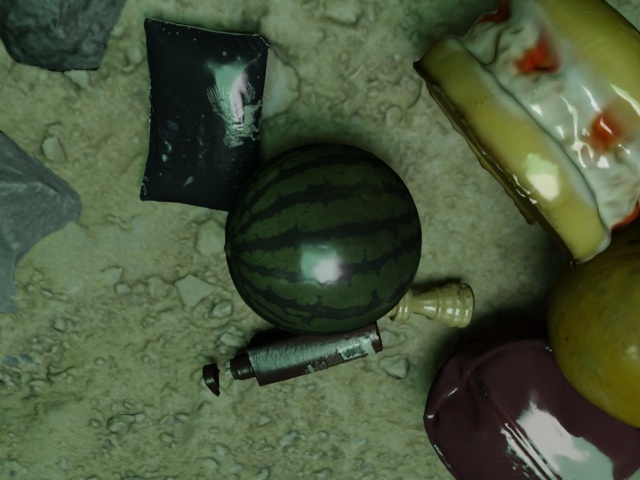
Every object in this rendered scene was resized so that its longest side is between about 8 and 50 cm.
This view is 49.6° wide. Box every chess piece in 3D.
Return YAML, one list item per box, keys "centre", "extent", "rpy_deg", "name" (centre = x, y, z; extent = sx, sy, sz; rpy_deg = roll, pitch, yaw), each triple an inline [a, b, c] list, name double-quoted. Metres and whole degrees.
- centre: [0.100, 0.077, 0.848]
  extent: [0.172, 0.060, 0.060]
  rpy_deg: [4, 117, -15]
  name: "chess piece"

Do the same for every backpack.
- centre: [0.283, 0.249, 0.883]
  extent: [0.283, 0.197, 0.317]
  rpy_deg: [-42, 94, 17]
  name: "backpack"

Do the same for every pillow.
- centre: [-0.126, -0.129, 0.760]
  extent: [0.141, 0.055, 0.208]
  rpy_deg: [8, 117, -2]
  name: "pillow"

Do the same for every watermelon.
- centre: [0.000, 0.000, 0.741]
  extent: [0.212, 0.212, 0.212]
  rpy_deg: [0, 117, -1]
  name: "watermelon"

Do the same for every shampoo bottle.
- centre: [-0.038, 0.146, 0.896]
  extent: [0.236, 0.067, 0.068]
  rpy_deg: [-16, 107, 7]
  name: "shampoo bottle"

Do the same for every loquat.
- centre: [0.354, 0.081, 0.712]
  extent: [0.244, 0.244, 0.243]
  rpy_deg: [0, 117, -1]
  name: "loquat"

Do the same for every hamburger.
- centre: [0.245, -0.114, 0.673]
  extent: [0.186, 0.261, 0.303]
  rpy_deg: [-36, 130, 12]
  name: "hamburger"
